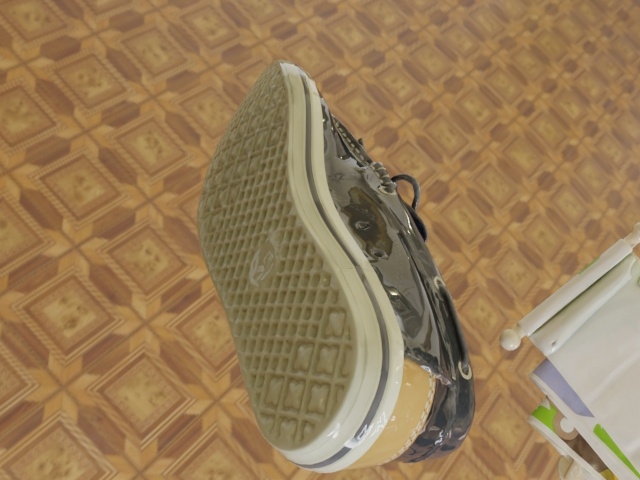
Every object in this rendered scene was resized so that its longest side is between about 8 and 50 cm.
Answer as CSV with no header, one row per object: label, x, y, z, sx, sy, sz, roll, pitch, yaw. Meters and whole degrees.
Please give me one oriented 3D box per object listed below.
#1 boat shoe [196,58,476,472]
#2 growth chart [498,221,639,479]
boat shoe,0.000,0.000,0.716,0.155,0.187,0.500,23,28,-31
growth chart,0.242,0.127,0.577,0.171,0.021,0.237,-32,83,-5
